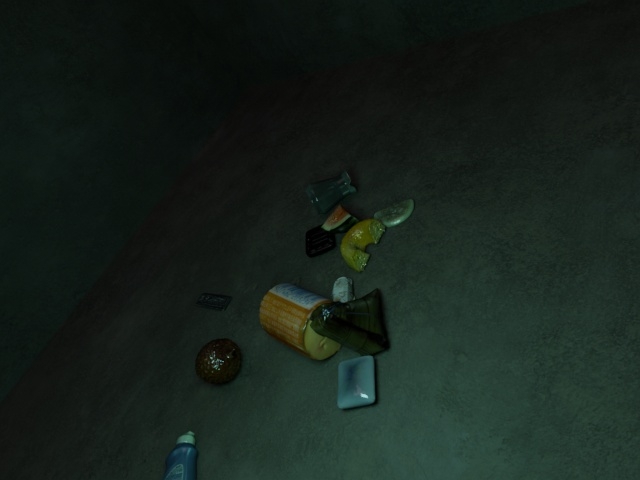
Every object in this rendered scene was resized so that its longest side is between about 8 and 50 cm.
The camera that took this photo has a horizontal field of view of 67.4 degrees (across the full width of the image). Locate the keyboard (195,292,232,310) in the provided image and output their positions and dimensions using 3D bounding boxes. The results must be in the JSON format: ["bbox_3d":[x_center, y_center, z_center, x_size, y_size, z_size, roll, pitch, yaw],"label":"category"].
[{"bbox_3d":[-0.539,0.306,2.405,0.230,0.025,0.093,1,49,39],"label":"keyboard"}]

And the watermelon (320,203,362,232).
[{"bbox_3d":[0.113,-0.080,2.162,0.193,0.137,0.145,-16,29,-16],"label":"watermelon"}]

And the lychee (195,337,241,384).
[{"bbox_3d":[-0.414,0.496,1.977,0.238,0.200,0.200,-29,36,36],"label":"lychee"}]

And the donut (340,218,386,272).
[{"bbox_3d":[0.161,0.015,2.093,0.152,0.101,0.259,2,56,47],"label":"donut"}]

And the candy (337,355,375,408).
[{"bbox_3d":[0.124,0.486,1.647,0.138,0.071,0.174,-19,43,22],"label":"candy"}]

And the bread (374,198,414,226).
[{"bbox_3d":[0.327,-0.113,2.130,0.193,0.036,0.112,-22,41,21],"label":"bread"}]

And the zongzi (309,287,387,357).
[{"bbox_3d":[0.110,0.245,1.751,0.138,0.286,0.300,-40,28,43],"label":"zongzi"}]

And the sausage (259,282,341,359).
[{"bbox_3d":[-0.068,0.305,1.857,0.287,0.233,0.233,14,61,47],"label":"sausage"}]

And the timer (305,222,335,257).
[{"bbox_3d":[0.000,0.000,2.266,0.144,0.055,0.187,-23,36,16],"label":"timer"}]

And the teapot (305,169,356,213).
[{"bbox_3d":[0.054,-0.247,2.404,0.225,0.171,0.203,-28,8,2],"label":"teapot"}]

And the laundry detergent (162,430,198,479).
[{"bbox_3d":[-0.518,0.858,1.774,0.143,0.094,0.289,-29,35,21],"label":"laundry detergent"}]

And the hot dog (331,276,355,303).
[{"bbox_3d":[0.091,0.233,1.953,0.099,0.053,0.192,-23,43,21],"label":"hot dog"}]
